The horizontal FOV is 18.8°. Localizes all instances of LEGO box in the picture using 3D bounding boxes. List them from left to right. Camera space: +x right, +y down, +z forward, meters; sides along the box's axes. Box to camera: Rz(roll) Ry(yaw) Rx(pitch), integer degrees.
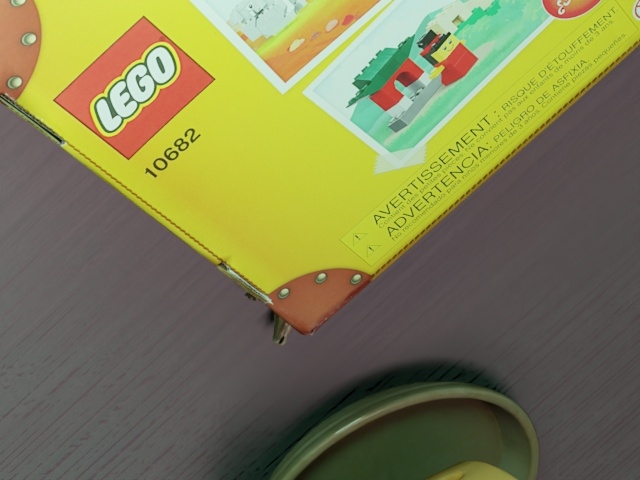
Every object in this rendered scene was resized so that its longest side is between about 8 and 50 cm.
[{"bbox_3d":[0.037,-0.233,1.106,0.500,0.193,0.372,-41,137,8],"label":"LEGO box"}]

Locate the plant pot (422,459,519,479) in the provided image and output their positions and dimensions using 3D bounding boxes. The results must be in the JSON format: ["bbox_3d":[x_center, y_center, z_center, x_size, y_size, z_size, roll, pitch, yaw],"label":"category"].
[{"bbox_3d":[0.107,0.314,1.540,0.203,0.291,0.291,-38,140,-20],"label":"plant pot"}]

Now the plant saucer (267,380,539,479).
[{"bbox_3d":[0.057,0.219,1.637,0.278,0.041,0.278,-18,135,-19],"label":"plant saucer"}]

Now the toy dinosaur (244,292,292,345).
[{"bbox_3d":[0.000,0.000,1.410,0.183,0.053,0.093,-48,152,25],"label":"toy dinosaur"}]
